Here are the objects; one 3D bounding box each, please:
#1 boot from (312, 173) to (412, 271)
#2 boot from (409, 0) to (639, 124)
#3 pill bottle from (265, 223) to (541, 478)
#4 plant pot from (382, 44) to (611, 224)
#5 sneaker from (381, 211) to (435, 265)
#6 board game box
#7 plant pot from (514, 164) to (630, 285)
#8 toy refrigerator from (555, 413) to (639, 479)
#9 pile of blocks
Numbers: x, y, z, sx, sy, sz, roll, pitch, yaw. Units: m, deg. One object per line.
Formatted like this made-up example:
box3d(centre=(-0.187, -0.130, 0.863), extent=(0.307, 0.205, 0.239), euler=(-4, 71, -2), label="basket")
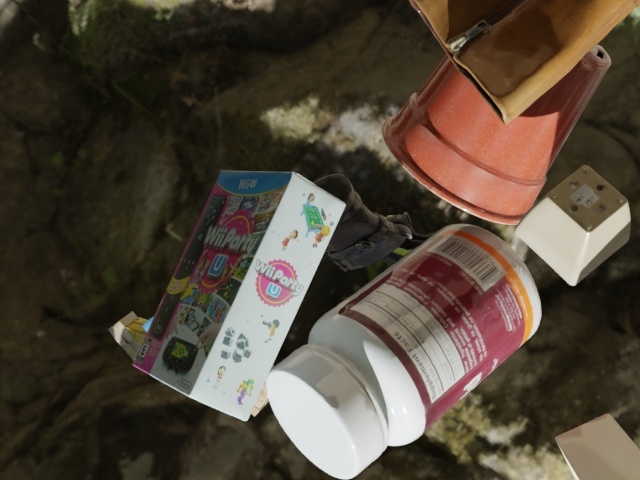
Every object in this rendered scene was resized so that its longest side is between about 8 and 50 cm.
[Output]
box3d(centre=(0.000, 0.000, 1.581), extent=(0.263, 0.091, 0.229), euler=(-19, 148, 19), label="boot")
box3d(centre=(0.239, -0.185, 0.689), extent=(0.264, 0.280, 0.096), euler=(53, 179, 26), label="boot")
box3d(centre=(0.125, 0.160, 1.398), extent=(0.224, 0.392, 0.224), euler=(37, 146, 30), label="pill bottle")
box3d(centre=(0.274, -0.211, 1.409), extent=(0.273, 0.265, 0.272), euler=(23, -150, -14), label="plant pot")
box3d(centre=(0.131, -0.011, 1.762), extent=(0.235, 0.097, 0.084), euler=(26, 172, 28), label="sneaker")
box3d(centre=(-0.114, 0.061, 1.248), extent=(0.098, 0.303, 0.224), euler=(30, 169, -29), label="board game box")
box3d(centre=(0.328, -0.029, 1.193), extent=(0.109, 0.109, 0.096), euler=(47, 162, 22), label="plant pot")
box3d(centre=(0.380, 0.322, 1.198), extent=(0.102, 0.094, 0.269), euler=(63, -175, -5), label="toy refrigerator")
box3d(centre=(-0.207, 0.181, 1.711), extent=(0.362, 0.113, 0.148), euler=(19, 121, 21), label="pile of blocks")
